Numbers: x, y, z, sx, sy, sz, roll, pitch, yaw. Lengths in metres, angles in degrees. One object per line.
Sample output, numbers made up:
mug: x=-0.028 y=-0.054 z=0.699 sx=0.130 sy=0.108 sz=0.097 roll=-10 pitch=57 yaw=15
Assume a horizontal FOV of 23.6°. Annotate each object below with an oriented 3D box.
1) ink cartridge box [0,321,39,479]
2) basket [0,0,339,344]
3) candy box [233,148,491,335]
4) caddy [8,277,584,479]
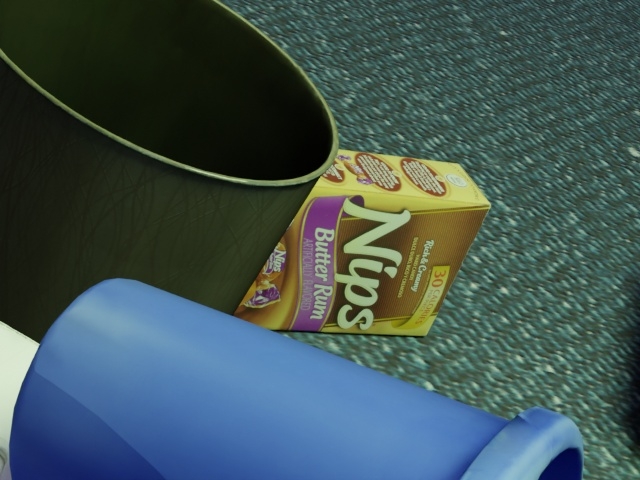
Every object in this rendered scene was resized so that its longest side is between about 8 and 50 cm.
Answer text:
ink cartridge box: x=-0.154 y=0.145 z=0.480 sx=0.092 sy=0.218 sz=0.158 roll=31 pitch=30 yaw=13
basket: x=-0.113 y=0.006 z=0.727 sx=0.154 sy=0.227 sz=0.204 roll=-8 pitch=42 yaw=-43
candy box: x=0.000 y=0.000 z=0.938 sx=0.186 sy=0.109 sz=0.053 roll=3 pitch=35 yaw=-31
caddy: x=-0.020 y=0.176 z=0.422 sx=0.179 sy=0.341 sz=0.241 roll=23 pitch=49 yaw=18
